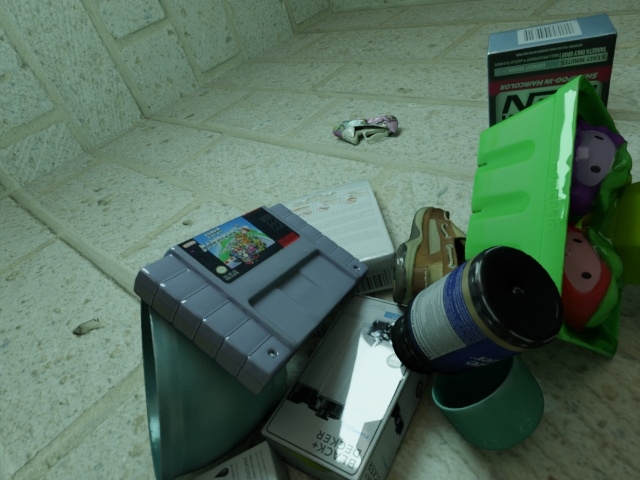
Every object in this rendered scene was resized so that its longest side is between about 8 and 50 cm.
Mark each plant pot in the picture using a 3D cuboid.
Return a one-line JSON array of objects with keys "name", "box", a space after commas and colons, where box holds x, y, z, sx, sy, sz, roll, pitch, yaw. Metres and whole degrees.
[{"name": "plant pot", "box": [-0.172, 0.203, 0.698, 0.196, 0.293, 0.293, -4, 30, -25]}]

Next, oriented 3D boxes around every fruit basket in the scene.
[{"name": "fruit basket", "box": [0.426, -0.021, 0.621, 0.392, 0.282, 0.392, -23, 57, 41]}]

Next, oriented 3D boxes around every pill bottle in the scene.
[{"name": "pill bottle", "box": [0.186, 0.105, 0.570, 0.122, 0.219, 0.123, 10, 59, -18]}]

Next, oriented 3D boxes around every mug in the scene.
[{"name": "mug", "box": [0.237, 0.212, 0.610, 0.129, 0.097, 0.158, -36, 7, 24]}]

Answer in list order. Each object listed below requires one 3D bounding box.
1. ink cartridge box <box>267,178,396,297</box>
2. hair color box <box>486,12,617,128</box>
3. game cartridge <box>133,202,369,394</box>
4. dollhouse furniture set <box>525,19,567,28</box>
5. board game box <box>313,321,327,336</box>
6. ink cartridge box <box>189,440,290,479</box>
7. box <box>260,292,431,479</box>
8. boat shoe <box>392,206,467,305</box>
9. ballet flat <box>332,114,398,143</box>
[{"name": "ink cartridge box", "box": [0.000, 0.000, 1.024, 0.308, 0.091, 0.385, -15, 29, 6]}, {"name": "hair color box", "box": [0.420, -0.198, 0.824, 0.185, 0.375, 0.114, 0, 40, 24]}, {"name": "game cartridge", "box": [-0.080, 0.054, 0.690, 0.230, 0.068, 0.355, 39, 31, 9]}, {"name": "dollhouse furniture set", "box": [0.585, -0.374, 1.103, 0.135, 0.262, 0.259, 0, 74, 21]}, {"name": "board game box", "box": [-0.073, 0.147, 0.837, 0.154, 0.104, 0.026, -7, 38, 16]}, {"name": "ink cartridge box", "box": [-0.132, 0.391, 0.569, 0.208, 0.087, 0.153, -26, 37, -6]}, {"name": "box", "box": [0.063, 0.229, 0.686, 0.169, 0.087, 0.290, 11, 47, 35]}, {"name": "boat shoe", "box": [0.222, 0.028, 0.810, 0.119, 0.123, 0.324, 5, 26, 21]}, {"name": "ballet flat", "box": [0.140, -0.350, 1.404, 0.221, 0.077, 0.079, -3, 59, 20]}]
